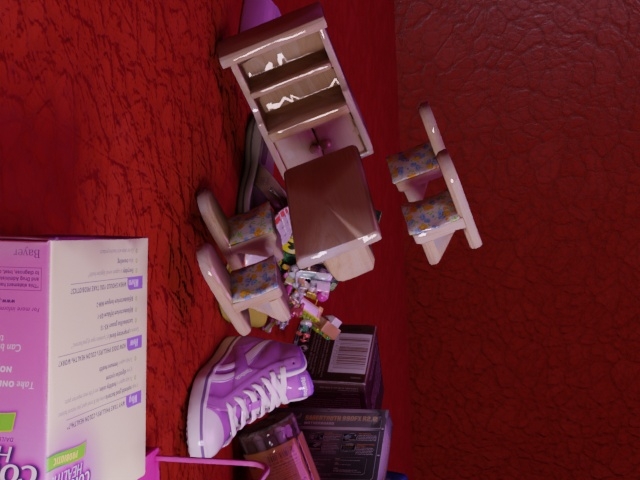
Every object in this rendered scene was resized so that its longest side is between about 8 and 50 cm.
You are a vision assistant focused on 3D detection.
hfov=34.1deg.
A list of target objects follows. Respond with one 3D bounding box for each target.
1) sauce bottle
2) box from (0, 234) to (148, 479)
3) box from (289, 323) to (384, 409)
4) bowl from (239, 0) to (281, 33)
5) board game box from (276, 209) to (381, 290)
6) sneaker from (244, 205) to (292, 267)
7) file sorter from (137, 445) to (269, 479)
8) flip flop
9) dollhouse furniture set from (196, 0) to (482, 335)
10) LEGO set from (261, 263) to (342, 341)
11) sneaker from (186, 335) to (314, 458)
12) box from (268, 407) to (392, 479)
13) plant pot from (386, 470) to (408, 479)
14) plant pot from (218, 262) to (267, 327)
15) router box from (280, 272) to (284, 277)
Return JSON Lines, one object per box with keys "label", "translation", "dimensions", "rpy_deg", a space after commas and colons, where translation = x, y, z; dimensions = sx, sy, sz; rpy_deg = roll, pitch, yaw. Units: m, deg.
{"label": "sauce bottle", "translation": [-0.035, 0.467, 1.764], "dimensions": [0.111, 0.111, 0.344], "rpy_deg": [-23, 93, -77]}
{"label": "box", "translation": [-0.250, 0.115, 0.948], "dimensions": [0.213, 0.117, 0.243], "rpy_deg": [-5, 95, -78]}
{"label": "box", "translation": [0.034, 0.299, 2.159], "dimensions": [0.168, 0.167, 0.203], "rpy_deg": [-75, 162, -49]}
{"label": "bowl", "translation": [-0.093, -0.337, 1.770], "dimensions": [0.142, 0.053, 0.142], "rpy_deg": [64, 29, -67]}
{"label": "board game box", "translation": [0.000, 0.000, 1.812], "dimensions": [0.260, 0.136, 0.030], "rpy_deg": [120, -10, -56]}
{"label": "sneaker", "translation": [-0.099, -0.010, 1.678], "dimensions": [0.158, 0.065, 0.061], "rpy_deg": [-47, 136, -45]}
{"label": "file sorter", "translation": [-0.161, 0.419, 1.242], "dimensions": [0.202, 0.182, 0.291], "rpy_deg": [-22, 113, -77]}
{"label": "flip flop", "translation": [-0.085, -0.084, 1.766], "dimensions": [0.112, 0.080, 0.277], "rpy_deg": [50, 43, -72]}
{"label": "dollhouse furniture set", "translation": [-0.011, -0.128, 1.510], "dimensions": [0.394, 0.362, 0.256], "rpy_deg": [-101, 167, -53]}
{"label": "LEGO set", "translation": [-0.041, 0.140, 1.927], "dimensions": [0.287, 0.132, 0.107], "rpy_deg": [81, 24, -64]}
{"label": "sneaker", "translation": [-0.098, 0.229, 1.568], "dimensions": [0.282, 0.161, 0.102], "rpy_deg": [-65, 155, -59]}
{"label": "box", "translation": [0.005, 0.392, 1.895], "dimensions": [0.183, 0.231, 0.056], "rpy_deg": [-77, 160, -45]}
{"label": "plant pot", "translation": [0.037, 0.591, 2.088], "dimensions": [0.212, 0.236, 0.236], "rpy_deg": [-5, 97, -72]}
{"label": "plant pot", "translation": [-0.115, 0.095, 1.667], "dimensions": [0.083, 0.081, 0.081], "rpy_deg": [93, 7, -50]}
{"label": "router box", "translation": [-0.054, 0.033, 2.024], "dimensions": [0.122, 0.038, 0.092], "rpy_deg": [-66, 156, -60]}
